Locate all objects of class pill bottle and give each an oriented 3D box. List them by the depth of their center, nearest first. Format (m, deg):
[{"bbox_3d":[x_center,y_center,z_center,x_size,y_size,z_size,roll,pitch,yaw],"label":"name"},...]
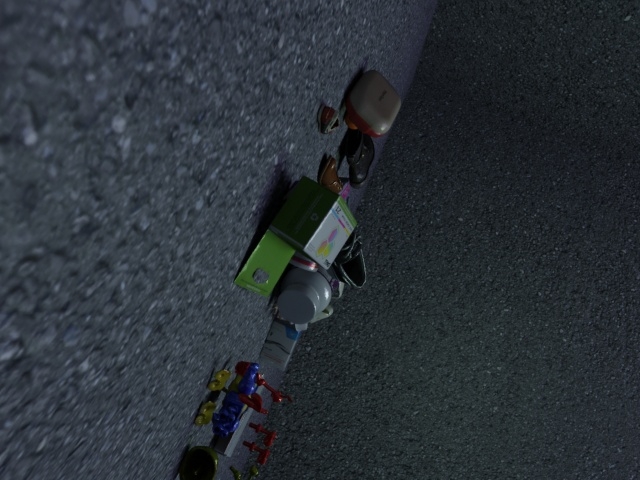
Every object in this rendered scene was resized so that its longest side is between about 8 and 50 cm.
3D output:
[{"bbox_3d":[-0.026,-0.014,1.283,0.108,0.107,0.180,-13,125,-82],"label":"pill bottle"},{"bbox_3d":[-0.031,0.137,1.496,0.301,0.169,0.169,-57,168,-58],"label":"pill bottle"}]

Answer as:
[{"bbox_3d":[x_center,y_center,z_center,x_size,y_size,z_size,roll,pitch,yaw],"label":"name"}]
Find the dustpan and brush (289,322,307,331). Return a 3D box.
[{"bbox_3d":[-0.074,0.256,1.574,0.211,0.060,0.148,-107,-161,-85],"label":"dustpan and brush"}]

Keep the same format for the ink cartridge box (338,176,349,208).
[{"bbox_3d":[0.060,-0.059,1.680,0.186,0.065,0.311,-55,151,-61],"label":"ink cartridge box"}]

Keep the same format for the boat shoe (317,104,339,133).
[{"bbox_3d":[0.022,-0.274,1.056,0.137,0.043,0.049,48,64,-85],"label":"boat shoe"}]

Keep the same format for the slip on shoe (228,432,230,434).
[{"bbox_3d":[-0.283,0.549,1.441,0.135,0.051,0.041,-57,131,-19],"label":"slip on shoe"}]

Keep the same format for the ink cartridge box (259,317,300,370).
[{"bbox_3d":[-0.151,0.388,1.670,0.060,0.104,0.180,-22,134,-82],"label":"ink cartridge box"}]

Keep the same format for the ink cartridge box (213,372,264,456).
[{"bbox_3d":[-0.274,0.585,1.548,0.239,0.060,0.275,99,16,-62],"label":"ink cartridge box"}]

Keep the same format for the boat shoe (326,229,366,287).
[{"bbox_3d":[0.059,0.004,1.204,0.121,0.119,0.335,-51,143,-20],"label":"boat shoe"}]

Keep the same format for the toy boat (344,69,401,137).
[{"bbox_3d":[0.129,-0.375,1.311,0.151,0.151,0.231,-30,-157,45],"label":"toy boat"}]

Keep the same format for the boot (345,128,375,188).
[{"bbox_3d":[0.136,-0.333,1.597,0.229,0.091,0.263,72,22,-61],"label":"boot"}]

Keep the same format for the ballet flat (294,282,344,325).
[{"bbox_3d":[0.002,0.238,2.080,0.164,0.181,0.483,-51,163,-72],"label":"ballet flat"}]

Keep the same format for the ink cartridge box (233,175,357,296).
[{"bbox_3d":[-0.043,0.020,0.968,0.255,0.097,0.189,-58,159,-5],"label":"ink cartridge box"}]

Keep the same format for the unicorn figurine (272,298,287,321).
[{"bbox_3d":[-0.115,0.219,1.570,0.162,0.060,0.111,92,21,-73],"label":"unicorn figurine"}]

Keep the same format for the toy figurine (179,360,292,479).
[{"bbox_3d":[-0.198,0.444,1.159,0.217,0.191,0.363,-62,175,-78],"label":"toy figurine"}]

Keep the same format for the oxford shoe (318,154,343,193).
[{"bbox_3d":[0.036,-0.182,1.362,0.212,0.076,0.076,93,23,-68],"label":"oxford shoe"}]

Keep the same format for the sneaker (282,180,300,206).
[{"bbox_3d":[-0.049,-0.074,1.067,0.170,0.068,0.071,101,8,-60],"label":"sneaker"}]
